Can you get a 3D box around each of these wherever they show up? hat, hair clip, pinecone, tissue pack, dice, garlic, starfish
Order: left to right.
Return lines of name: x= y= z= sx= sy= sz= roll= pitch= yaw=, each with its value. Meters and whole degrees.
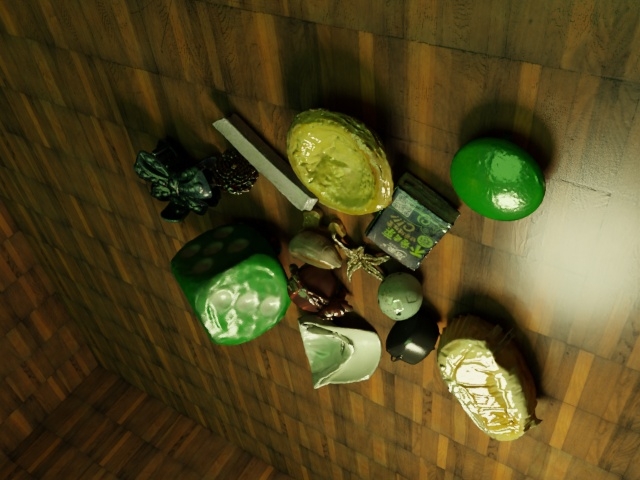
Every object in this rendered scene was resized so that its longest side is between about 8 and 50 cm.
hair clip: x=-0.430 y=-0.181 z=1.937 sx=0.310 sy=0.194 sz=0.206 roll=21 pitch=134 yaw=28
dice: x=-0.285 y=0.135 z=1.984 sx=0.287 sy=0.300 sz=0.297 roll=39 pitch=155 yaw=52
pinecone: x=-0.246 y=-0.196 z=1.794 sx=0.140 sy=0.140 sz=0.121 roll=28 pitch=171 yaw=17
garlic: x=-0.032 y=0.024 z=1.812 sx=0.195 sy=0.087 sz=0.101 roll=12 pitch=144 yaw=40
hat: x=0.063 y=0.350 z=2.117 sx=0.301 sy=0.168 sz=0.258 roll=-5 pitch=112 yaw=17
starfish: x=0.112 y=0.055 z=1.800 sx=0.213 sy=0.057 sz=0.238 roll=34 pitch=152 yaw=-1
tissue pack: x=0.227 y=-0.043 z=1.568 sx=0.173 sy=0.073 sz=0.235 roll=36 pitch=145 yaw=6

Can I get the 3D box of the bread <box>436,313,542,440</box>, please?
bread: x=0.466 y=0.380 z=1.744 sx=0.236 sy=0.183 sz=0.388 roll=-11 pitch=116 yaw=31

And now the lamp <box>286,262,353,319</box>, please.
lamp: x=-0.015 y=0.157 z=1.908 sx=0.151 sy=0.215 sz=0.223 roll=-25 pitch=92 yaw=17

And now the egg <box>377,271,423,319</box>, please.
egg: x=0.222 y=0.165 z=1.746 sx=0.131 sy=0.131 sz=0.164 roll=25 pitch=139 yaw=21

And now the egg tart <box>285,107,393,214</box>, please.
egg tart: x=0.061 y=-0.201 z=1.509 sx=0.315 sy=0.120 sz=0.315 roll=27 pitch=144 yaw=21

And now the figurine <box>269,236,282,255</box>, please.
figurine: x=-0.156 y=0.033 z=2.032 sx=0.106 sy=0.047 sz=0.060 roll=126 pitch=128 yaw=-62

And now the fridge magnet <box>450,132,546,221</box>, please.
fridge magnet: x=0.377 y=-0.131 z=1.321 sx=0.208 sy=0.088 sz=0.208 roll=24 pitch=141 yaw=21

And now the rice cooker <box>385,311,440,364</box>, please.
rice cooker: x=0.270 y=0.292 z=1.837 sx=0.118 sy=0.142 sz=0.203 roll=29 pitch=150 yaw=-4

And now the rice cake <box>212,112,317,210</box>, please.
rice cake: x=-0.148 y=-0.222 z=1.733 sx=0.365 sy=0.056 sz=0.072 roll=43 pitch=140 yaw=-3

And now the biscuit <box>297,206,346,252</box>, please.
biscuit: x=-0.003 y=-0.001 z=1.864 sx=0.144 sy=0.040 sz=0.236 roll=36 pitch=143 yaw=16
